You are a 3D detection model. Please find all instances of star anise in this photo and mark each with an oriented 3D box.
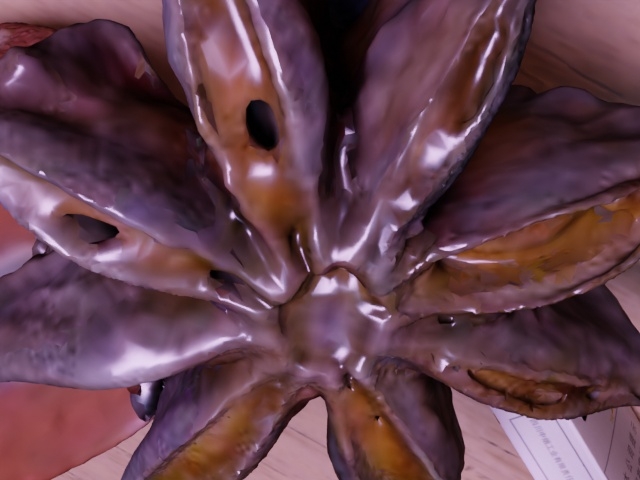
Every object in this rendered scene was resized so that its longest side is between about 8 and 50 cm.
[{"bbox_3d":[0.000,-0.002,0.530,0.331,0.118,0.332,-3,124,-5],"label":"star anise"}]

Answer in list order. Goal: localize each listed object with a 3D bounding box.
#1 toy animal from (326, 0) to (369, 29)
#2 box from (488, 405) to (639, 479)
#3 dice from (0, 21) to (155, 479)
[{"bbox_3d":[-0.007,-0.158,0.562,0.185,0.122,0.298,23,134,12],"label":"toy animal"},{"bbox_3d":[0.123,0.086,0.669,0.040,0.084,0.154,-23,108,29],"label":"box"},{"bbox_3d":[-0.172,0.005,0.645,0.179,0.174,0.175,37,148,49],"label":"dice"}]
